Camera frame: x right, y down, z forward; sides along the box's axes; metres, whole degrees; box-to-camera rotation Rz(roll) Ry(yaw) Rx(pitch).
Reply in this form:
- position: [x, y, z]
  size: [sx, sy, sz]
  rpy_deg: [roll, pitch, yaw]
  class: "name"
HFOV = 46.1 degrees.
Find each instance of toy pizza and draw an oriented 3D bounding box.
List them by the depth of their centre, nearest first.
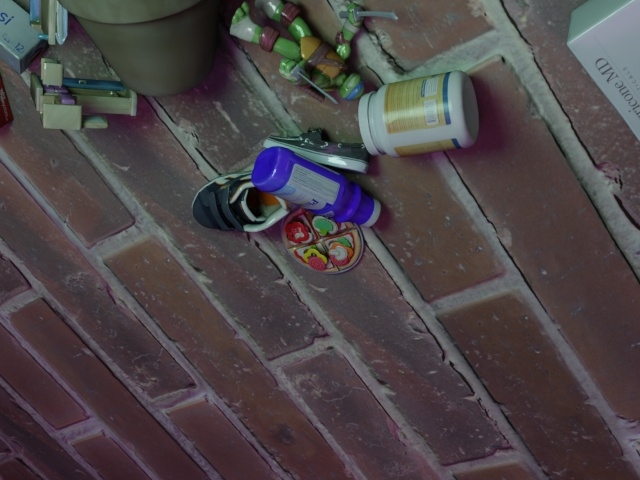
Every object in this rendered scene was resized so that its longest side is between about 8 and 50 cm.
- position: [0.000, 0.000, 1.732]
  size: [0.201, 0.032, 0.201]
  rpy_deg: [11, 127, 15]
  class: "toy pizza"

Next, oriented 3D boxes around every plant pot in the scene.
- position: [-0.316, -0.432, 1.400]
  size: [0.323, 0.323, 0.280]
  rpy_deg: [12, 143, 13]
  class: "plant pot"

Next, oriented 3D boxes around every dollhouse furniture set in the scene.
- position: [-0.461, -0.404, 1.493]
  size: [0.198, 0.286, 0.303]
  rpy_deg: [-2, 115, -26]
  class: "dollhouse furniture set"

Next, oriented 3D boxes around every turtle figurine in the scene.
- position: [-0.015, -0.379, 1.370]
  size: [0.266, 0.275, 0.198]
  rpy_deg: [34, 95, 1]
  class: "turtle figurine"

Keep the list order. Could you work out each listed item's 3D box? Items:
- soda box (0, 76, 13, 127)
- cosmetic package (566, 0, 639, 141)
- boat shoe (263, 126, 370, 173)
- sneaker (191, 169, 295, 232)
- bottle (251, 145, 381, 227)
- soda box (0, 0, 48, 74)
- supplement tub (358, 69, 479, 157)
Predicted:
- position: [-0.805, -0.385, 1.741]
  size: [0.092, 0.083, 0.263]
  rpy_deg: [10, 127, 16]
  class: "soda box"
- position: [0.635, -0.371, 1.137]
  size: [0.453, 0.161, 0.230]
  rpy_deg: [-33, 107, 36]
  class: "cosmetic package"
- position: [-0.004, -0.198, 1.569]
  size: [0.228, 0.080, 0.076]
  rpy_deg: [14, 91, 12]
  class: "boat shoe"
- position: [-0.182, -0.084, 1.687]
  size: [0.321, 0.127, 0.126]
  rpy_deg: [-19, 117, 33]
  class: "sneaker"
- position: [-0.001, -0.104, 1.559]
  size: [0.283, 0.092, 0.118]
  rpy_deg: [23, 167, -32]
  class: "bottle"
- position: [-0.725, -0.493, 1.605]
  size: [0.286, 0.098, 0.091]
  rpy_deg: [39, 159, -9]
  class: "soda box"
- position: [0.186, -0.234, 1.420]
  size: [0.200, 0.144, 0.144]
  rpy_deg: [-6, 121, 25]
  class: "supplement tub"
